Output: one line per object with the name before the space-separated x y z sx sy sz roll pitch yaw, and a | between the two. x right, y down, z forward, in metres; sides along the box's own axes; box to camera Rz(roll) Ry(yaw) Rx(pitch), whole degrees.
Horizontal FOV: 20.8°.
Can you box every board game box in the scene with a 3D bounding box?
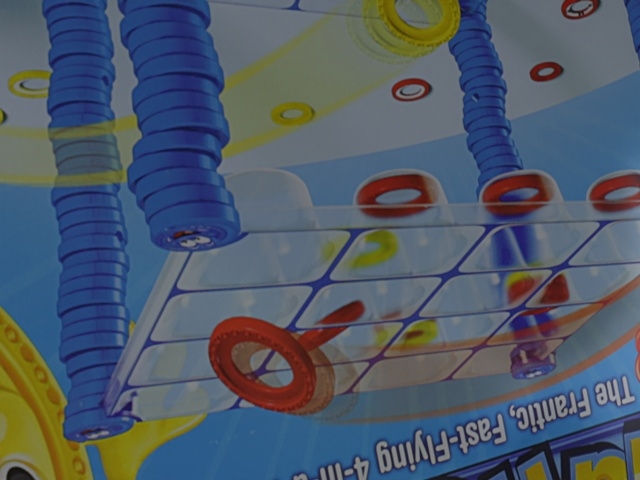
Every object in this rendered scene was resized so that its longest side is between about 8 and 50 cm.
board game box | 0.000 0.000 0.451 0.086 0.308 0.302 -9 -87 57
